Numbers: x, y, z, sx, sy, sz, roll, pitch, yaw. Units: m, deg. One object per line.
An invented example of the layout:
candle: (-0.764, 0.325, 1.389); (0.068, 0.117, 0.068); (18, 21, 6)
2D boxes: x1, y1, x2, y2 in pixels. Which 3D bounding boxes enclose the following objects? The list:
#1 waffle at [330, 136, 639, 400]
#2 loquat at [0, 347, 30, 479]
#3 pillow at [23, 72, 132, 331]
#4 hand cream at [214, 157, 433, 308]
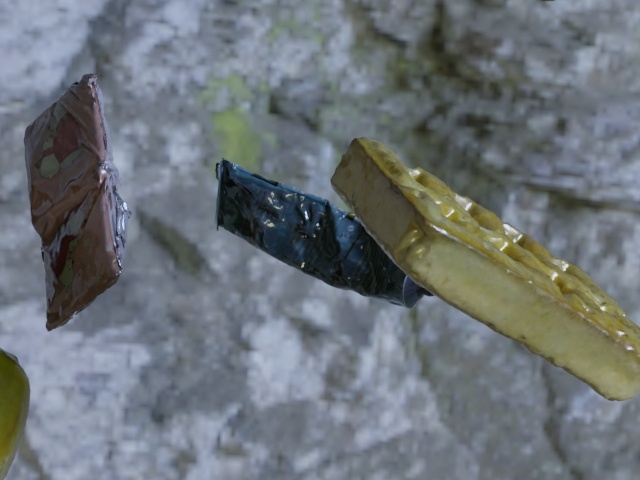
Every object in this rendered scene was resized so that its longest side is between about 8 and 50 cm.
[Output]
waffle: (0.137, 0.025, 1.199); (0.274, 0.057, 0.168); (30, 13, -29)
loquat: (-0.381, 0.180, 1.400); (0.213, 0.246, 0.213); (39, -9, 7)
pillow: (-0.240, -0.041, 1.536); (0.049, 0.248, 0.135); (10, -36, -38)
hand cream: (0.000, 0.000, 1.436); (0.248, 0.075, 0.052); (23, 15, 23)
